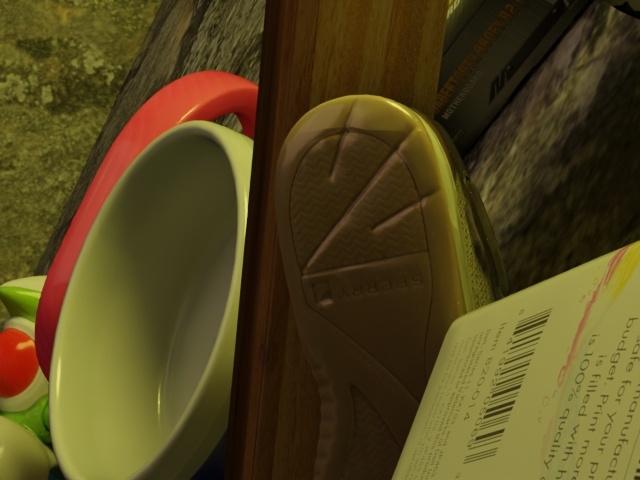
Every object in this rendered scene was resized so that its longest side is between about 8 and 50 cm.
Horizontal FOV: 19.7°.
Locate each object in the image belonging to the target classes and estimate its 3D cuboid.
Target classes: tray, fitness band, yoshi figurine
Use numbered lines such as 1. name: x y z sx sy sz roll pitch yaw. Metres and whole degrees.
1. tray: 0.000 0.000 0.947 0.203 0.076 0.411 -98 12 -66
2. fitness band: -0.117 0.006 1.457 0.054 0.209 0.291 27 92 34
3. yoshi figurine: -0.213 0.173 1.581 0.362 0.203 0.203 -57 -13 -27

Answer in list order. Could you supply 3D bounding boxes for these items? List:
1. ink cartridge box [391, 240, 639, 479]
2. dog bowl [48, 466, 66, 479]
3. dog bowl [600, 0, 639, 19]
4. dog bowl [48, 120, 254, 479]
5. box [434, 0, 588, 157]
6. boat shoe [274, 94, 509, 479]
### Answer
1. ink cartridge box: 0.125 0.103 0.538 0.207 0.119 0.353 -67 13 -19
2. dog bowl: -0.267 0.306 1.701 0.166 0.074 0.297 -50 19 44
3. dog bowl: 0.213 -0.277 0.848 0.408 0.150 0.408 -57 14 23
4. dog bowl: -0.081 0.058 1.261 0.265 0.104 0.265 -36 44 45
5. box: 0.114 -0.168 1.202 0.231 0.056 0.183 -51 19 40
6. boat shoe: 0.048 0.079 0.781 0.102 0.092 0.285 -9 91 31
